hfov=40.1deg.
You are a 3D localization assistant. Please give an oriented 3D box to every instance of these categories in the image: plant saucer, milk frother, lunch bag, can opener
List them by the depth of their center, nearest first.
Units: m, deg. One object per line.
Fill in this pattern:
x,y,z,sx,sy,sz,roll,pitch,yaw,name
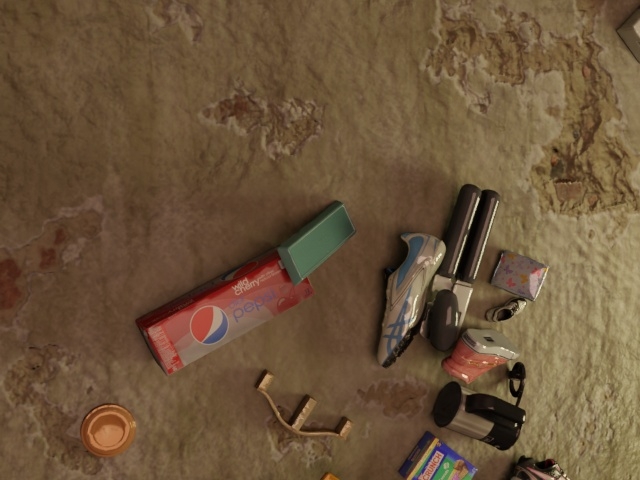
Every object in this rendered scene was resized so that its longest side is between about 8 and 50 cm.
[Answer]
-0.328,0.295,1.359,0.083,0.013,0.083,-2,96,-19,plant saucer
0.000,0.000,1.385,0.192,0.018,0.067,-41,110,-51,plant saucer
0.243,0.049,1.486,0.076,0.095,0.283,14,97,-17,can opener
0.288,0.272,1.534,0.135,0.129,0.143,24,44,-19,milk frother
0.350,0.061,1.549,0.083,0.053,0.071,21,88,6,lunch bag

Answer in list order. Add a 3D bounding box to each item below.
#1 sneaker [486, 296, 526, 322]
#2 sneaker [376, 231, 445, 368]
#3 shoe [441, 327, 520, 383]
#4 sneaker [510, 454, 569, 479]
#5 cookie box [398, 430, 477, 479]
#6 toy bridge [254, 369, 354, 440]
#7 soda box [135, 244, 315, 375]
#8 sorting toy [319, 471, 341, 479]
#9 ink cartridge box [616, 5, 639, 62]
0.337,0.127,1.558,0.083,0.037,0.032,-25,100,-17,sneaker
0.137,0.098,1.475,0.086,0.085,0.237,21,96,18,sneaker
0.276,0.200,1.516,0.178,0.063,0.081,14,119,-52,shoe
0.429,0.441,1.602,0.178,0.072,0.077,22,77,-25,sneaker
0.206,0.404,1.535,0.107,0.040,0.092,39,83,-17,cookie box
-0.031,0.287,1.453,0.188,0.026,0.063,34,86,-18,toy bridge
-0.148,0.104,1.362,0.263,0.092,0.083,-28,104,-16,soda box
-0.078,0.520,1.440,0.347,0.047,0.196,-41,108,-4,sorting toy
0.615,-0.393,1.600,0.122,0.052,0.088,-46,106,-11,ink cartridge box
